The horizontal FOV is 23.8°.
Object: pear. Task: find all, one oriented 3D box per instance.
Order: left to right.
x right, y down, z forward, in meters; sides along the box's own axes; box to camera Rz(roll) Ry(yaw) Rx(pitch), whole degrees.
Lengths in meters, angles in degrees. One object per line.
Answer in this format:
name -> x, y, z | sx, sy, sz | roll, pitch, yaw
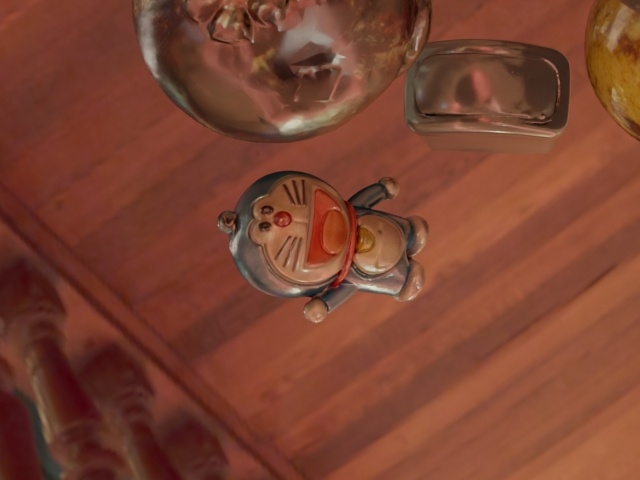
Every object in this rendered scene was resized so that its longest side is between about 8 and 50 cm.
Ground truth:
pear -> 0.409, -0.199, 1.548 | 0.283, 0.283, 0.283 | -17, 135, -17

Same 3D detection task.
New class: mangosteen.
mangosteen -> -0.016, -0.189, 1.245 | 0.231, 0.231, 0.289 | -51, 157, 20

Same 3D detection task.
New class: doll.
doll -> 0.000, 0.000, 1.045 | 0.152, 0.114, 0.085 | 13, 164, -22

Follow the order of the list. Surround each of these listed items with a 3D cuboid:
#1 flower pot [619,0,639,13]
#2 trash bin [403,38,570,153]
flower pot -> 0.176, -0.178, 0.745 | 0.107, 0.157, 0.157 | 37, 109, -7
trash bin -> 0.185, -0.153, 1.681 | 0.176, 0.101, 0.236 | 1, 176, 7
